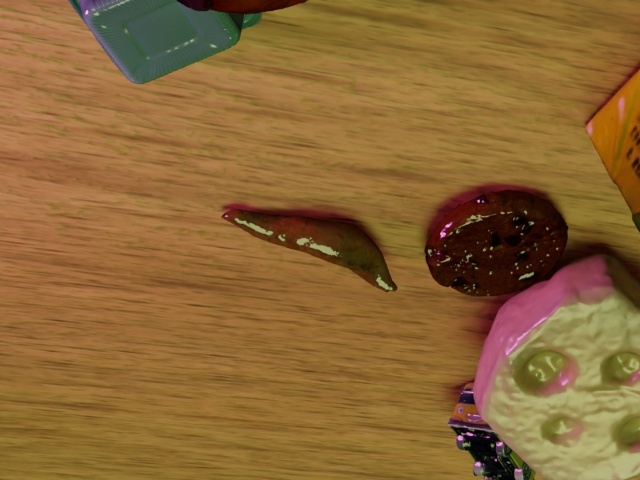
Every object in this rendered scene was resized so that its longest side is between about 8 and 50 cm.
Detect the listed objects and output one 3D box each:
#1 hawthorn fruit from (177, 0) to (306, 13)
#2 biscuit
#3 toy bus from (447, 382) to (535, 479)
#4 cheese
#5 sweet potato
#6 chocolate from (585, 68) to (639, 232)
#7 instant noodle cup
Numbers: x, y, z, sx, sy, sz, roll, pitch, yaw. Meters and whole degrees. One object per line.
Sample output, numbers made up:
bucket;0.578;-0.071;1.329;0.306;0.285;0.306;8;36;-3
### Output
hawthorn fruit;-0.044;-0.299;1.385;0.251;0.189;0.189;3;138;-18
biscuit;0.225;0.004;1.872;0.192;0.049;0.192;-9;144;-7
toy bus;0.260;0.283;2.148;0.088;0.101;0.175;5;147;33
cheese;0.367;0.176;1.957;0.318;0.115;0.326;3;121;0
sweet potato;-0.001;-0.002;1.825;0.249;0.059;0.069;20;144;-22
chocolate;0.492;-0.066;1.663;0.301;0.289;0.137;11;125;-20
instant noodle cup;-0.165;-0.239;1.522;0.179;0.070;0.157;-20;136;15
